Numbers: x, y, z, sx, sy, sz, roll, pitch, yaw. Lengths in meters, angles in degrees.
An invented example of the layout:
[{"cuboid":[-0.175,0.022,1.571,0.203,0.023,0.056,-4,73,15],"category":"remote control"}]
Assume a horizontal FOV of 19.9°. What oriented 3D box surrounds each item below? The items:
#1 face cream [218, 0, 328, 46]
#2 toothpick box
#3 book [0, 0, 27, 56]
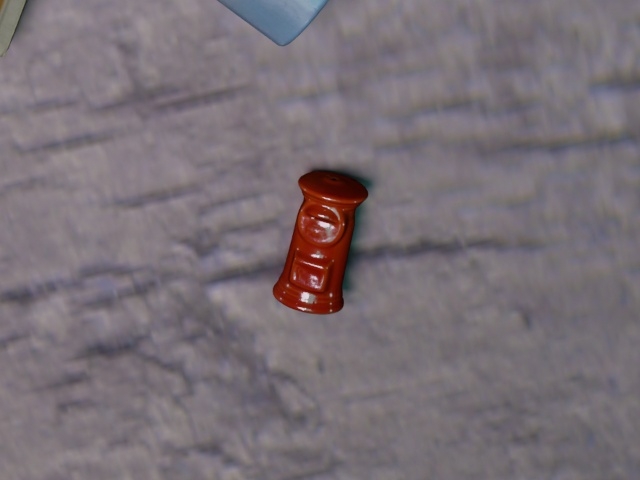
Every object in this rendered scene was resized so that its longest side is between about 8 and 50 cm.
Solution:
[{"cuboid":[-0.099,-0.212,1.033,0.250,0.077,0.077,35,107,-12],"category":"face cream"},{"cuboid":[0.000,0.000,1.137,0.047,0.047,0.083,10,111,-5],"category":"toothpick box"},{"cuboid":[-0.214,-0.223,0.998,0.170,0.018,0.242,27,133,-4],"category":"book"}]
